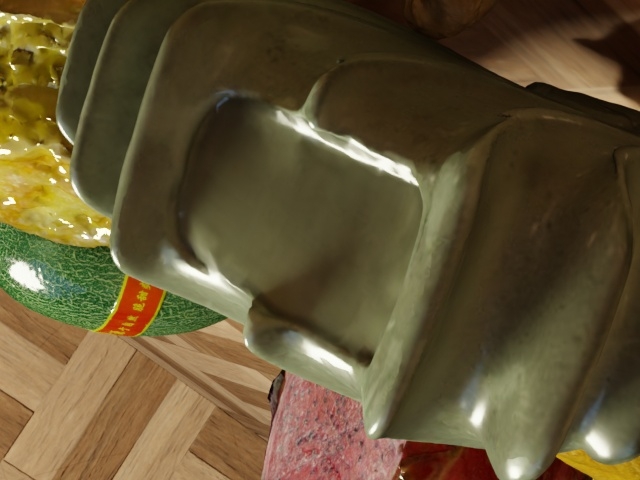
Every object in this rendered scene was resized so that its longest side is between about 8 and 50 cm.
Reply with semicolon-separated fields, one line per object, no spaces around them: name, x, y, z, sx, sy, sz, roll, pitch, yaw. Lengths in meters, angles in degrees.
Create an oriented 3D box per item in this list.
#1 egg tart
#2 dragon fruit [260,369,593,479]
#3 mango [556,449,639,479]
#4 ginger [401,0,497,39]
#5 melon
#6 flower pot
egg tart;-0.182;-0.078;1.158;0.294;0.123;0.294;7;156;3
dragon fruit;0.117;0.189;1.374;0.262;0.314;0.296;20;146;-22
mango;0.226;0.128;1.171;0.157;0.109;0.262;13;164;31
ginger;-0.016;-0.191;0.662;0.258;0.065;0.149;40;159;-4
melon;-0.181;-0.007;1.385;0.287;0.182;0.182;11;174;-17
flower pot;0.034;-0.026;0.776;0.367;0.165;0.254;29;-159;31
